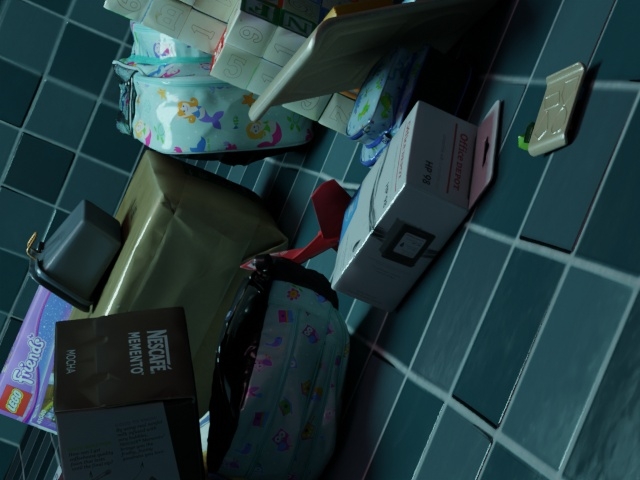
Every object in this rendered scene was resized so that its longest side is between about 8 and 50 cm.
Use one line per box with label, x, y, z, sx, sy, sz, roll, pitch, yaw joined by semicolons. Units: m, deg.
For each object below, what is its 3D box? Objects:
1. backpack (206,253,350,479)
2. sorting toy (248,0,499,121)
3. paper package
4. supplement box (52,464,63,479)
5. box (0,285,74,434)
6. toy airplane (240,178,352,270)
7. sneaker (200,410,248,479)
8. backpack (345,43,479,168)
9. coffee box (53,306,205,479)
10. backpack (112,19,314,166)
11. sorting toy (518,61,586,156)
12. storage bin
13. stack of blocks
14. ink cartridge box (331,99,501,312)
backpack;-0.038;0.124;1.573;0.152;0.115;0.182;106;175;-50
sorting toy;0.049;-0.176;1.615;0.038;0.208;0.193;67;156;9
paper package;-0.182;0.073;2.163;0.309;0.168;0.325;-65;12;6
supplement box;-0.377;0.445;2.560;0.239;0.073;0.130;-67;12;-3
box;-0.310;0.136;2.518;0.293;0.201;0.057;-64;13;14
toy airplane;0.000;0.000;1.621;0.151;0.151;0.028;-55;49;44
sneaker;-0.139;0.277;1.806;0.296;0.112;0.131;-48;13;34
backpack;0.072;-0.111;1.591;0.114;0.084;0.105;131;160;-63
coffee box;-0.157;0.228;1.585;0.168;0.118;0.297;-105;10;-64
backpack;-0.122;-0.181;2.177;0.253;0.225;0.191;-139;47;-65
sorting toy;0.167;-0.091;1.316;0.083;0.012;0.062;158;128;-69
storage bin;-0.285;0.008;2.133;0.091;0.098;0.135;-54;14;8
stack of blocks;-0.075;-0.242;1.948;0.087;0.297;0.171;-59;13;31
ink cartridge box;0.077;-0.038;1.492;0.104;0.060;0.180;-79;17;-45
